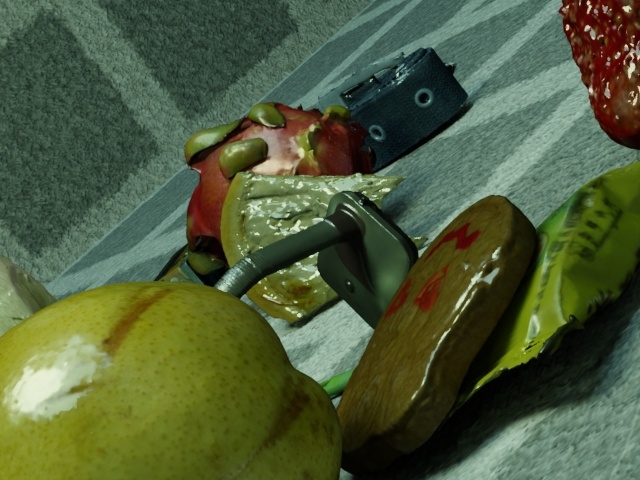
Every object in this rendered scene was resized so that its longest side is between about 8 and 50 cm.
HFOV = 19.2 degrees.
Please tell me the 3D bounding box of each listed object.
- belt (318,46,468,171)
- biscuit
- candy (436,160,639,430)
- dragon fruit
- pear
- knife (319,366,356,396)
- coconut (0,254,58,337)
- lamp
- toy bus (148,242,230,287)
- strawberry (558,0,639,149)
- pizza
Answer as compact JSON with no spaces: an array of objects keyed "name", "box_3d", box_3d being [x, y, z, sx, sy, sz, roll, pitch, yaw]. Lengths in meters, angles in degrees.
[{"name":"belt","box_3d":[0.092,-0.188,2.634,0.218,0.128,0.122,-30,13,39]},{"name":"biscuit","box_3d":[0.084,0.074,1.560,0.257,0.049,0.273,-60,6,-14]},{"name":"candy","box_3d":[0.197,0.024,1.503,0.297,0.081,0.187,-46,1,-37]},{"name":"dragon fruit","box_3d":[-0.053,-0.043,2.338,0.307,0.243,0.227,87,-160,-57]},{"name":"pear","box_3d":[-0.136,0.179,1.424,0.314,0.314,0.314,-36,11,8]},{"name":"knife","box_3d":[0.047,0.125,1.769,0.212,0.015,0.054,-27,20,42]},{"name":"coconut","box_3d":[-0.476,0.146,2.466,0.297,0.254,0.297,-35,10,7]},{"name":"lamp","box_3d":[-0.017,0.094,1.729,0.283,0.203,0.124,-34,-31,-25]},{"name":"toy bus","box_3d":[-0.169,0.054,2.567,0.103,0.091,0.182,-36,9,18]},{"name":"strawberry","box_3d":[0.347,-0.220,1.800,0.261,0.258,0.261,-9,2,0]},{"name":"pizza","box_3d":[0.000,0.000,2.137,0.262,0.181,0.034,-7,-6,28]}]
